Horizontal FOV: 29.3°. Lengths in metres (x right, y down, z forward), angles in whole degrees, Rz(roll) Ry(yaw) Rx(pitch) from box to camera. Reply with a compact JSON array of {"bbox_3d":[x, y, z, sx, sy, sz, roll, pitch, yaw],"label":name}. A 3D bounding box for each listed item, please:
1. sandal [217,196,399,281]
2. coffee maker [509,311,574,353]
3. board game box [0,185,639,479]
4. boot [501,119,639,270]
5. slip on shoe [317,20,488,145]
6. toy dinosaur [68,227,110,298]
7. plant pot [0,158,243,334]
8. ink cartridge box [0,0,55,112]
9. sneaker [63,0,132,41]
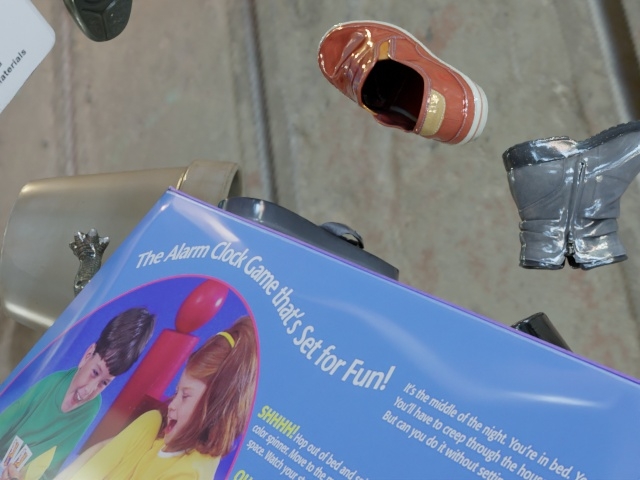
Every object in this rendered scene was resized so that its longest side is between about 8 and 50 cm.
[{"bbox_3d":[0.000,0.000,1.252,0.097,0.254,0.054,-4,67,37],"label":"sandal"},{"bbox_3d":[0.252,0.164,1.277,0.171,0.120,0.178,-37,77,2],"label":"coffee maker"},{"bbox_3d":[-0.031,0.120,0.410,0.233,0.078,0.347,-51,31,-10],"label":"board game box"},{"bbox_3d":[0.472,-0.067,1.994,0.118,0.338,0.223,51,-152,-79],"label":"boot"},{"bbox_3d":[0.085,-0.214,1.614,0.331,0.101,0.123,40,121,49],"label":"slip on shoe"},{"bbox_3d":[-0.160,0.097,0.940,0.160,0.121,0.313,-88,24,-49],"label":"toy dinosaur"},{"bbox_3d":[-0.266,0.032,1.645,0.323,0.280,0.323,9,-90,-88],"label":"plant pot"},{"bbox_3d":[-0.292,-0.166,0.585,0.201,0.278,0.117,17,64,37],"label":"ink cartridge box"},{"bbox_3d":[-0.289,-0.336,1.376,0.130,0.087,0.227,24,144,54],"label":"sneaker"}]
